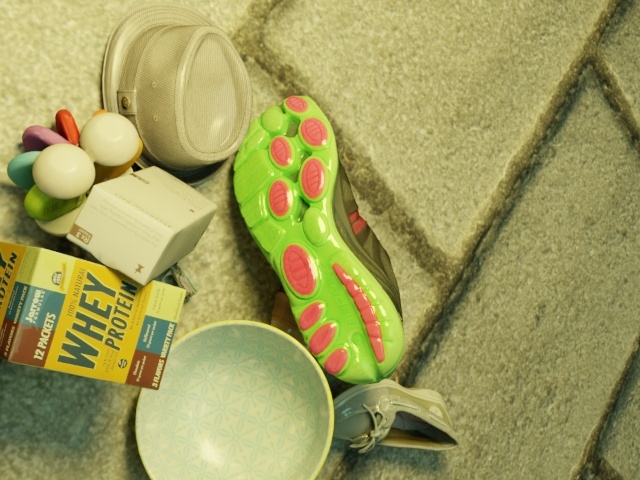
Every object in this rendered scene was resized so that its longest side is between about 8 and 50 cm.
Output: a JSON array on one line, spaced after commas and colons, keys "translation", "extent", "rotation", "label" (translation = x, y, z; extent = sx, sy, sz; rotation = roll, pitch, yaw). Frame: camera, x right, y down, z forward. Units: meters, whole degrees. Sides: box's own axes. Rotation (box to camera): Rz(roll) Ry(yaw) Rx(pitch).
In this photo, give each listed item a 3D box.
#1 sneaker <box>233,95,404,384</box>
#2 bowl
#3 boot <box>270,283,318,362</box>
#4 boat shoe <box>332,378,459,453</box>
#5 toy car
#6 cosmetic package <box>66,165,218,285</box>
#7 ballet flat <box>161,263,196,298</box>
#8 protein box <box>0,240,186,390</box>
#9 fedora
[{"translation": [0.000, 0.000, 1.336], "extent": [0.202, 0.185, 0.483], "rotation": [38, 33, -71], "label": "sneaker"}, {"translation": [-0.116, 0.270, 1.283], "extent": [0.156, 0.289, 0.290], "rotation": [60, 45, -77], "label": "bowl"}, {"translation": [0.038, 0.112, 1.465], "extent": [0.248, 0.090, 0.207], "rotation": [32, 75, -33], "label": "boot"}, {"translation": [0.129, 0.326, 1.523], "extent": [0.320, 0.103, 0.118], "rotation": [17, 121, -44], "label": "boat shoe"}, {"translation": [-0.333, -0.107, 1.128], "extent": [0.136, 0.159, 0.182], "rotation": [43, 60, 6], "label": "toy car"}, {"translation": [-0.226, -0.026, 1.118], "extent": [0.117, 0.231, 0.086], "rotation": [31, 101, -1], "label": "cosmetic package"}, {"translation": [-0.227, 0.042, 1.277], "extent": [0.041, 0.041, 0.114], "rotation": [-39, 115, -31], "label": "ballet flat"}, {"translation": [-0.321, 0.094, 1.095], "extent": [0.201, 0.199, 0.136], "rotation": [20, 80, -38], "label": "protein box"}, {"translation": [-0.185, -0.218, 1.239], "extent": [0.243, 0.124, 0.276], "rotation": [4, 90, -40], "label": "fedora"}]
